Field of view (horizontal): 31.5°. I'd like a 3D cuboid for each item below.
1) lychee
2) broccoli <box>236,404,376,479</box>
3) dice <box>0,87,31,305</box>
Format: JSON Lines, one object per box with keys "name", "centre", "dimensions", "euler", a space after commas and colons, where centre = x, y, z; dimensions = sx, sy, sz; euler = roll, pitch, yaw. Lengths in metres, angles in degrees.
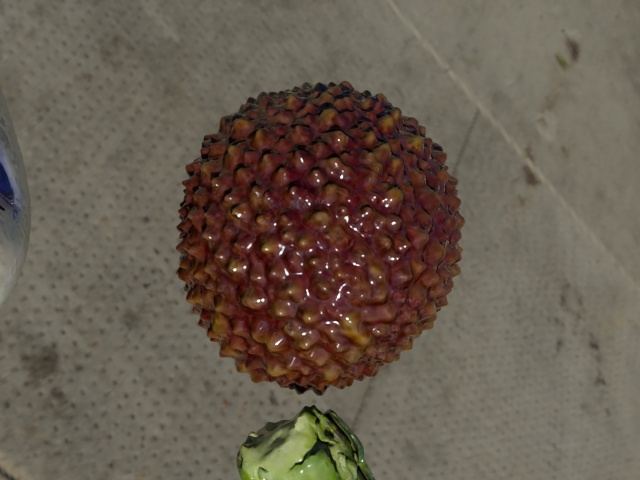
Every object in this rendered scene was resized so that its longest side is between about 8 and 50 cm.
{"name": "lychee", "centre": [0.000, 0.000, 0.660], "dimensions": [0.188, 0.188, 0.188], "euler": [25, 51, -35]}
{"name": "broccoli", "centre": [0.061, 0.205, 0.679], "dimensions": [0.198, 0.177, 0.274], "euler": [-25, 99, -55]}
{"name": "dice", "centre": [-0.379, -0.074, 0.738], "dimensions": [0.304, 0.277, 0.304], "euler": [64, 4, -72]}
